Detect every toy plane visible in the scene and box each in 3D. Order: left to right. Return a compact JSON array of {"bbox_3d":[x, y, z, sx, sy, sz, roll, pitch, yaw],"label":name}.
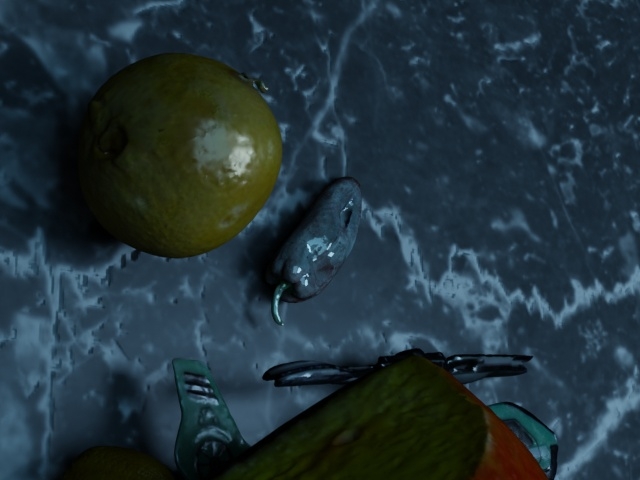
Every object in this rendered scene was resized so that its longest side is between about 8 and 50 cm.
[{"bbox_3d":[0.053,0.152,1.084,0.381,0.106,0.155,0,72,-39],"label":"toy plane"}]

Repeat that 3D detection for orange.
[{"bbox_3d":[-0.127,0.168,0.944,0.085,0.085,0.085,12,70,-37],"label":"orange"}]

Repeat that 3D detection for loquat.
[{"bbox_3d":[-0.095,-0.060,0.994,0.141,0.141,0.141,12,70,-37],"label":"loquat"}]

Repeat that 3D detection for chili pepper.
[{"bbox_3d":[0.001,0.000,1.117,0.153,0.041,0.050,-52,153,-36],"label":"chili pepper"}]

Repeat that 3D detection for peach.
[{"bbox_3d":[0.033,0.269,0.868,0.306,0.242,0.380,-2,99,-37],"label":"peach"}]
